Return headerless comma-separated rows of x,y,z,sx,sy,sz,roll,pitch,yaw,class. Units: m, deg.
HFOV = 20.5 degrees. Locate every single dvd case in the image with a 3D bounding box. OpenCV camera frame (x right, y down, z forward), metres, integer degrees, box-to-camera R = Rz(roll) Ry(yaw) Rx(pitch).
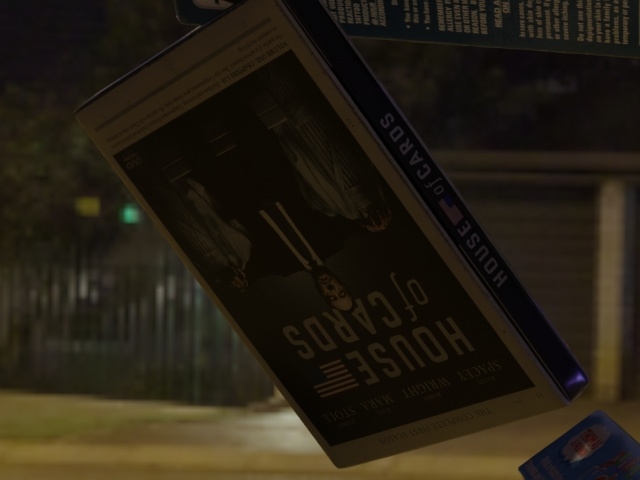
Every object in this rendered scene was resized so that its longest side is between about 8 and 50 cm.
0.000,0.000,0.864,0.179,0.238,0.029,-24,15,50,dvd case

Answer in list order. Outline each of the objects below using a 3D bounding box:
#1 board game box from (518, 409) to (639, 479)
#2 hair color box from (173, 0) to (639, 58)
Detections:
0.140,0.150,0.490,0.039,0.211,0.160,-37,3,1,board game box
0.106,-0.186,0.913,0.347,0.105,0.174,7,41,17,hair color box
